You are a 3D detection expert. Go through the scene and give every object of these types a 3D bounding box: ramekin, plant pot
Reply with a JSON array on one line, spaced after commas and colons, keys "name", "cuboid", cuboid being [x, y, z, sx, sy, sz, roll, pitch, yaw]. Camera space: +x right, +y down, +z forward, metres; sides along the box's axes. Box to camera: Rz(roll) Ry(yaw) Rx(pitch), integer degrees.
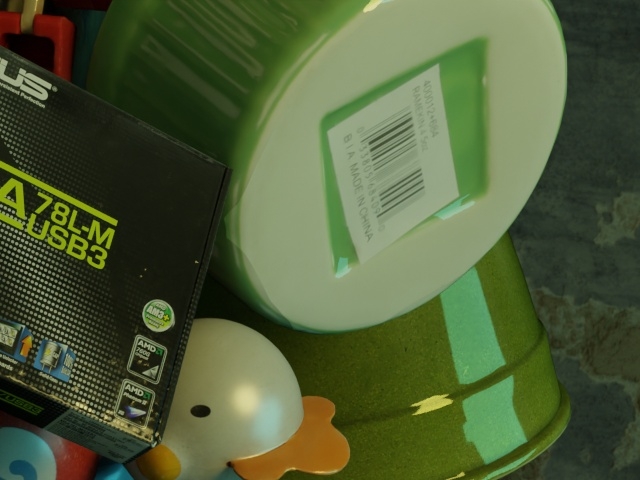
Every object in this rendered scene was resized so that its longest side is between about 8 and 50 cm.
[{"name": "ramekin", "cuboid": [0.015, -0.086, 1.099, 0.303, 0.148, 0.303, -23, 134, -26]}, {"name": "plant pot", "cuboid": [0.000, 0.000, 1.404, 0.366, 0.367, 0.353, -55, 137, -72]}]

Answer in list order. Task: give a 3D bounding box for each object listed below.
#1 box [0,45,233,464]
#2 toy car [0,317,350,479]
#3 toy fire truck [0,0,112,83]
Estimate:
[{"name": "box", "cuboid": [-0.152, -0.001, 0.897, 0.045, 0.191, 0.184, -35, -147, 50]}, {"name": "toy car", "cuboid": [-0.103, 0.105, 0.988, 0.210, 0.238, 0.219, -40, 136, -57]}, {"name": "toy fire truck", "cuboid": [-0.162, -0.196, 1.095, 0.135, 0.047, 0.192, -23, 119, -79]}]
